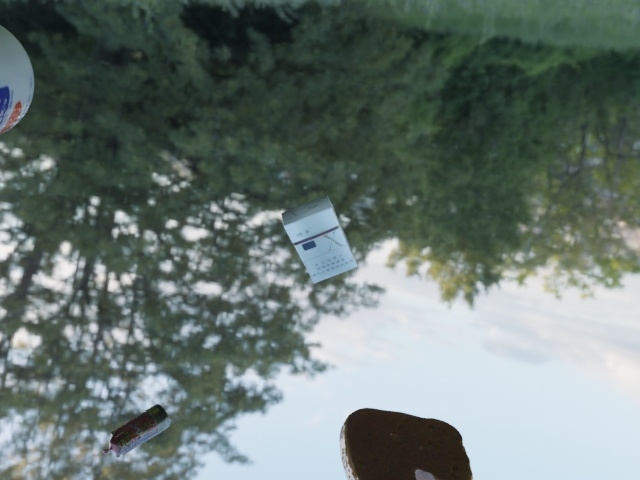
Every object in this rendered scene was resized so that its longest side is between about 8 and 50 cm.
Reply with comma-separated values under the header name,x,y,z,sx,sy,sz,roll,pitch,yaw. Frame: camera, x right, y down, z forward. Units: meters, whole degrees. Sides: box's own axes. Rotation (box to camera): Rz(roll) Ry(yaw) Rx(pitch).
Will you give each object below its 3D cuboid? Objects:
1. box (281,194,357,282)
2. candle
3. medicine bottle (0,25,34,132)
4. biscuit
name,x,y,z,sx,sy,sz,roll,pitch,yaw
box,0.000,0.000,1.341,0.084,0.040,0.154,-20,136,7
candle,-0.342,0.354,1.469,0.130,0.052,0.052,-28,-151,-36
medicine bottle,-0.343,-0.127,0.671,0.130,0.130,0.341,12,-168,-10
biscuit,0.118,0.301,1.062,0.192,0.036,0.186,13,-153,-17
